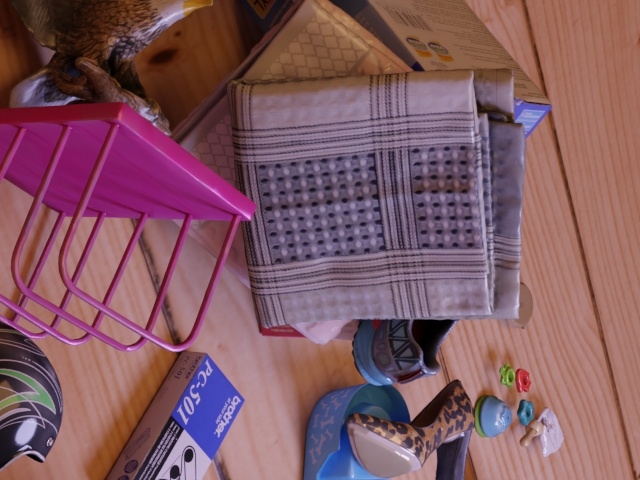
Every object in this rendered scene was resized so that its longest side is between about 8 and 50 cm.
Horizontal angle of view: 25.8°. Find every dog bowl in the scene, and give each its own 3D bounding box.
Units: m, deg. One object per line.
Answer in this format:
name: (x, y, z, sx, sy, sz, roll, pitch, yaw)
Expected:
dog bowl: (0.045, 0.339, 1.910, 0.166, 0.074, 0.297, 10, 81, -51)

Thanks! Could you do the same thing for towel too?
towel: (0.068, -0.040, 1.560, 0.056, 0.324, 0.312, -81, 167, -66)
towel: (-0.002, -0.076, 1.611, 0.317, 0.332, 0.053, 40, 22, -15)

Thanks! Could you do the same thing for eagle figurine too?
eagle figurine: (-0.225, -0.260, 1.509, 0.225, 0.226, 0.298, -1, 66, -23)

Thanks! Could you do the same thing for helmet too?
helmet: (-0.337, 0.157, 1.372, 0.161, 0.169, 0.169, -26, 110, -31)

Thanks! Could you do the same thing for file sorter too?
file sorter: (-0.257, -0.005, 1.377, 0.202, 0.290, 0.182, 39, 63, -44)

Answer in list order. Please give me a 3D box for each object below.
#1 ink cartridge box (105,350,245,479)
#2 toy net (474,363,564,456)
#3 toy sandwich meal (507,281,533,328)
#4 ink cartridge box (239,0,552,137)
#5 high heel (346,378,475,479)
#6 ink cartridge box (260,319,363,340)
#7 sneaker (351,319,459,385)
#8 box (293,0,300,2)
ink cartridge box: (-0.173, 0.242, 1.663, 0.097, 0.046, 0.207, 55, 50, -36)
toy net: (0.332, 0.283, 2.292, 0.232, 0.045, 0.122, 30, 64, -48)
toy sandwich meal: (0.320, 0.106, 2.293, 0.085, 0.029, 0.085, 3, 86, -46)
ink cartridge box: (0.111, -0.221, 1.773, 0.270, 0.151, 0.395, 0, 46, -50)
high heel: (0.120, 0.234, 1.895, 0.261, 0.093, 0.186, 39, 48, -40)
ink cartridge box: (0.000, 0.000, 1.783, 0.100, 0.172, 0.237, -17, 102, -48)
sneaker: (0.139, 0.060, 1.708, 0.104, 0.125, 0.262, 33, 67, -39)
box: (-0.053, -0.433, 1.675, 0.322, 0.058, 0.232, 49, 41, 12)
